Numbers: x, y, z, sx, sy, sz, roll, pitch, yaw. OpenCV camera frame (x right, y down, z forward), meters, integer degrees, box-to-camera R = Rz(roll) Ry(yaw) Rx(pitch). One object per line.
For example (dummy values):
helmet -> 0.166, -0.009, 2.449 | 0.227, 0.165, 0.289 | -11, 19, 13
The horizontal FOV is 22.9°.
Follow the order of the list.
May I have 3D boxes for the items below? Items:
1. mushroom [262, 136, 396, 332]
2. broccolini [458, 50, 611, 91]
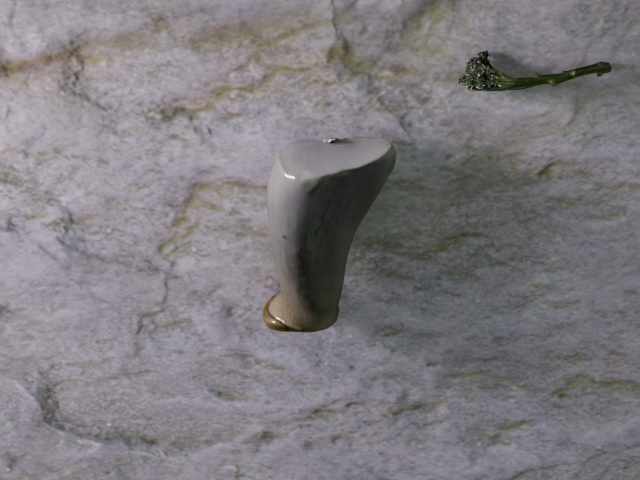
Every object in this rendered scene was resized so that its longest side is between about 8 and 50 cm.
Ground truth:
mushroom -> 0.000, 0.000, 2.137 | 0.159, 0.122, 0.329 | 13, 129, 5
broccolini -> 0.273, -0.205, 2.003 | 0.194, 0.052, 0.054 | 1, 132, 2
